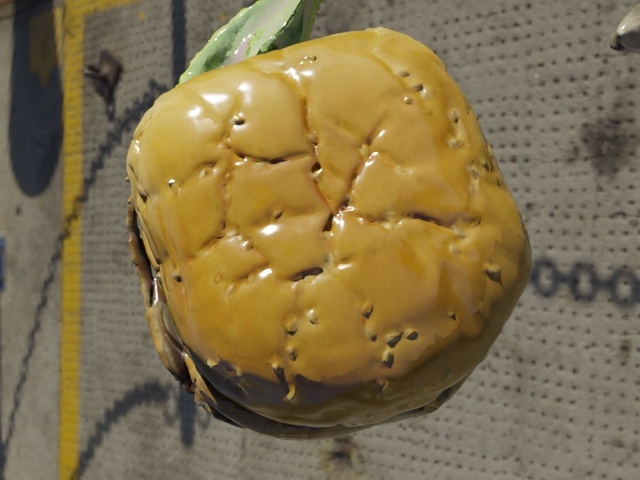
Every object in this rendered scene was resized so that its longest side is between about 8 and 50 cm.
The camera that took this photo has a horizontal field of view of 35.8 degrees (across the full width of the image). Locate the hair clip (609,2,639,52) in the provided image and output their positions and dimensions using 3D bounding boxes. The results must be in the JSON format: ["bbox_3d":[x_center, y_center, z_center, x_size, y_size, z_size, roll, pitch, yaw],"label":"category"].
[{"bbox_3d":[0.278,-0.126,0.474,0.106,0.292,0.084,-99,4,-81],"label":"hair clip"}]

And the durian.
[{"bbox_3d":[-0.117,-0.262,1.505,0.355,0.157,0.169,-63,6,-30],"label":"durian"}]

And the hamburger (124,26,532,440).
[{"bbox_3d":[0.000,0.000,0.741,0.158,0.319,0.318,87,170,-74],"label":"hamburger"}]
